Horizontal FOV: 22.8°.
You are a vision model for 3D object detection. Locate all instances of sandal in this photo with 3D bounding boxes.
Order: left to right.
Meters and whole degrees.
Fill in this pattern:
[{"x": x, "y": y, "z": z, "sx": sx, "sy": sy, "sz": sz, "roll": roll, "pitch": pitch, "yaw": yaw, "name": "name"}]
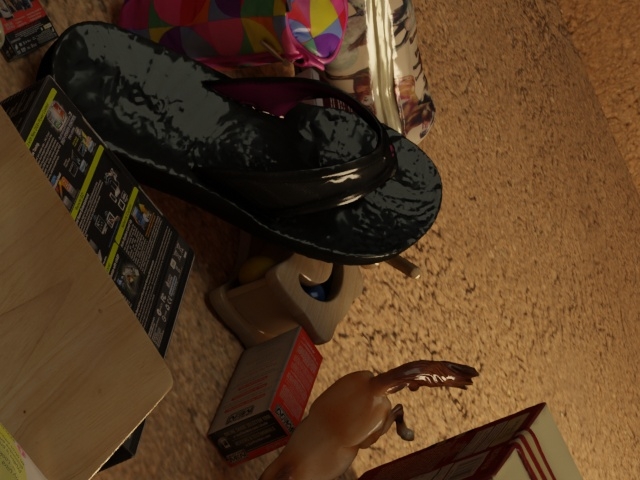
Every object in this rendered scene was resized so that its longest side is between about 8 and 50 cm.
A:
[{"x": -0.046, "y": -0.089, "z": 1.481, "sx": 0.446, "sy": 0.107, "sz": 0.167, "roll": 16, "pitch": 60, "yaw": -33, "name": "sandal"}]

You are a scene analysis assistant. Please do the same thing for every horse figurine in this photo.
[{"x": 0.016, "y": 0.183, "z": 1.392, "sx": 0.066, "sy": 0.263, "sz": 0.174, "roll": 48, "pitch": 10, "yaw": 23, "name": "horse figurine"}]

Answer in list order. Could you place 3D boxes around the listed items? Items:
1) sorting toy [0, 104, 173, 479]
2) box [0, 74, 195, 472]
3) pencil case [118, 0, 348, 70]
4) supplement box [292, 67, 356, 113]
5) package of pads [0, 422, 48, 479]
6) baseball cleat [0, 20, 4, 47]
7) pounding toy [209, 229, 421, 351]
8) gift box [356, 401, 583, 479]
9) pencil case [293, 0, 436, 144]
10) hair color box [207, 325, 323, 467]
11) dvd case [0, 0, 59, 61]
[{"x": -0.254, "y": 0.072, "z": 1.027, "sx": 0.255, "sy": 0.089, "sz": 0.257, "roll": 60, "pitch": 43, "yaw": -18, "name": "sorting toy"}, {"x": -0.207, "y": 0.024, "z": 1.275, "sx": 0.216, "sy": 0.060, "sz": 0.270, "roll": 52, "pitch": 27, "yaw": -26, "name": "box"}, {"x": -0.086, "y": -0.212, "z": 1.546, "sx": 0.104, "sy": 0.236, "sz": 0.104, "roll": -4, "pitch": 96, "yaw": -50, "name": "pencil case"}, {"x": 0.008, "y": -0.077, "z": 1.730, "sx": 0.239, "sy": 0.130, "sz": 0.073, "roll": 36, "pitch": 36, "yaw": -46, "name": "supplement box"}, {"x": -0.294, "y": 0.100, "z": 0.807, "sx": 0.296, "sy": 0.229, "sz": 0.101, "roll": 56, "pitch": 25, "yaw": -20, "name": "package of pads"}, {"x": -0.336, "y": -0.209, "z": 1.247, "sx": 0.206, "sy": 0.072, "sz": 0.109, "roll": 36, "pitch": 22, "yaw": -55, "name": "baseball cleat"}, {"x": 0.000, "y": 0.000, "z": 1.605, "sx": 0.154, "sy": 0.155, "sz": 0.269, "roll": 64, "pitch": 24, "yaw": -13, "name": "pounding toy"}, {"x": 0.164, "y": 0.329, "z": 1.492, "sx": 0.258, "sy": 0.276, "sz": 0.255, "roll": 65, "pitch": 29, "yaw": -3, "name": "gift box"}, {"x": 0.036, "y": -0.268, "z": 1.750, "sx": 0.183, "sy": 0.160, "sz": 0.410, "roll": -110, "pitch": -172, "yaw": -47, "name": "pencil case"}, {"x": -0.049, "y": 0.142, "z": 1.469, "sx": 0.043, "sy": 0.072, "sz": 0.141, "roll": 57, "pitch": 26, "yaw": -18, "name": "hair color box"}, {"x": -0.284, "y": -0.222, "z": 1.412, "sx": 0.119, "sy": 0.013, "sz": 0.087, "roll": 61, "pitch": 24, "yaw": -10, "name": "dvd case"}]
